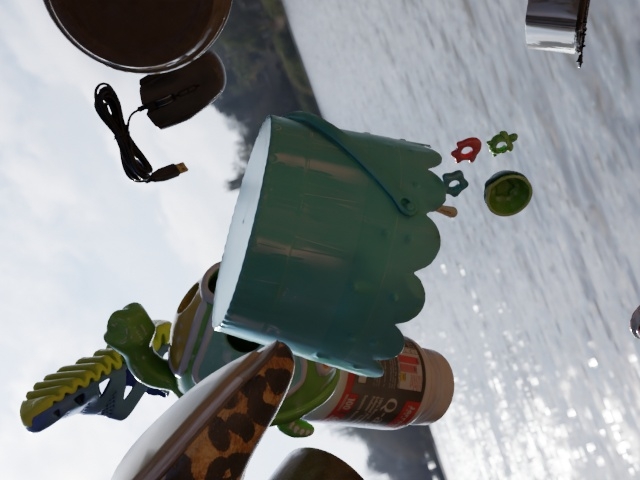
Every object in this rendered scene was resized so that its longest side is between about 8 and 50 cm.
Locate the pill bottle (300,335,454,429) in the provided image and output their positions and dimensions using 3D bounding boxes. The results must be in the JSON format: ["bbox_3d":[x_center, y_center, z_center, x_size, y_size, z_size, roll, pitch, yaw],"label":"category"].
[{"bbox_3d":[0.103,0.291,1.875,0.363,0.210,0.210,15,-135,-39],"label":"pill bottle"}]

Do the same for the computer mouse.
[{"bbox_3d":[-0.227,-0.201,1.437,0.060,0.262,0.184,4,117,46],"label":"computer mouse"}]

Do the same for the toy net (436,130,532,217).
[{"bbox_3d":[0.175,-0.069,1.239,0.045,0.232,0.122,-105,-3,-53],"label":"toy net"}]

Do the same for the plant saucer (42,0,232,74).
[{"bbox_3d":[-0.261,-0.360,1.233,0.041,0.278,0.278,-89,-19,-61],"label":"plant saucer"}]

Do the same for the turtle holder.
[{"bbox_3d":[-0.129,0.140,1.327,0.243,0.320,0.227,-49,-35,-46],"label":"turtle holder"}]

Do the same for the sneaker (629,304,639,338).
[{"bbox_3d":[0.649,0.102,1.531,0.087,0.221,0.128,32,-176,-32],"label":"sneaker"}]

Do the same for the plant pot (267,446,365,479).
[{"bbox_3d":[-0.049,0.479,1.387,0.230,0.215,0.215,-34,-71,-44],"label":"plant pot"}]

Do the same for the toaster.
[{"bbox_3d":[0.452,-0.442,1.662,0.168,0.110,0.185,22,-103,-72],"label":"toaster"}]

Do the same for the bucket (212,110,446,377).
[{"bbox_3d":[0.000,0.000,0.962,0.281,0.183,0.281,-165,90,-79],"label":"bucket"}]

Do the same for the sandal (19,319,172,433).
[{"bbox_3d":[-0.367,0.257,1.541,0.126,0.317,0.138,-3,108,49],"label":"sandal"}]

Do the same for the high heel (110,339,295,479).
[{"bbox_3d":[-0.046,0.196,0.494,0.186,0.261,0.093,37,-173,-9],"label":"high heel"}]
